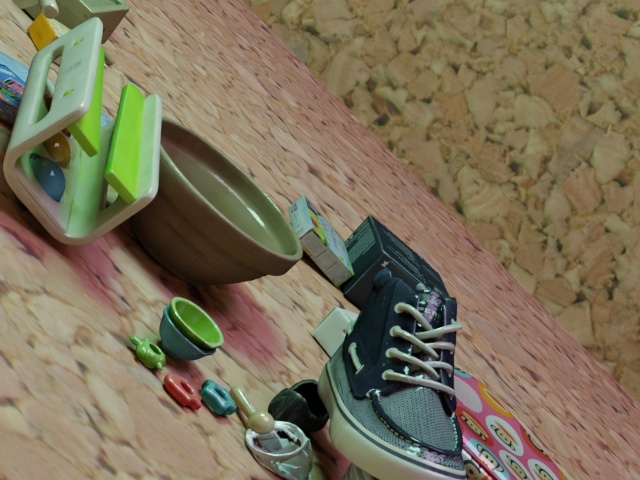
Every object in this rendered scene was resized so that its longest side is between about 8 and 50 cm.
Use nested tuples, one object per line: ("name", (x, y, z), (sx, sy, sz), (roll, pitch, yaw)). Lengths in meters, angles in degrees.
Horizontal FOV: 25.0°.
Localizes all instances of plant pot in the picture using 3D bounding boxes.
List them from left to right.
("plant pot", (-0.141, -0.026, 1.667), (0.237, 0.110, 0.237), (41, 14, -12))

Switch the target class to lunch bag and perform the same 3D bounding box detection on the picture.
("lunch bag", (0.175, 0.269, 1.667), (0.293, 0.120, 0.258), (46, 13, 8))

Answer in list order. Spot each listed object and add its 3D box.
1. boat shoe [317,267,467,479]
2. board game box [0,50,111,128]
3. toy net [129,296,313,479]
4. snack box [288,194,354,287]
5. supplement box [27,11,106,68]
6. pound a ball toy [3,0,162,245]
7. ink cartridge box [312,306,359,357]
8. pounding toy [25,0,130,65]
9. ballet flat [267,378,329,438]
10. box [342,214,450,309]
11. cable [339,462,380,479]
("boat shoe", (0.084, 0.129, 1.421), (0.127, 0.158, 0.340), (21, 7, -17))
("board game box", (-0.333, -0.159, 1.694), (0.281, 0.027, 0.145), (31, 17, -45))
("toy net", (-0.081, 0.156, 1.410), (0.232, 0.045, 0.122), (44, 12, 2))
("snack box", (0.000, 0.000, 2.163), (0.100, 0.037, 0.141), (50, 10, -21))
("supplement box", (-0.346, -0.262, 1.969), (0.098, 0.036, 0.062), (30, 19, -48))
("pound a ball toy", (-0.280, -0.153, 1.521), (0.208, 0.135, 0.319), (53, 12, -26))
("ink cartridge box", (0.056, 0.141, 1.869), (0.088, 0.052, 0.122), (50, 13, 28))
("pounding toy", (-0.349, -0.324, 2.073), (0.130, 0.100, 0.141), (45, 23, 7))
("ballet flat", (-0.012, 0.176, 1.549), (0.057, 0.049, 0.173), (46, 13, 7))
("box", (0.111, 0.065, 2.192), (0.156, 0.093, 0.158), (40, 12, -19))
("cable", (0.115, 0.311, 1.421), (0.257, 0.089, 0.257), (44, 13, 6))
